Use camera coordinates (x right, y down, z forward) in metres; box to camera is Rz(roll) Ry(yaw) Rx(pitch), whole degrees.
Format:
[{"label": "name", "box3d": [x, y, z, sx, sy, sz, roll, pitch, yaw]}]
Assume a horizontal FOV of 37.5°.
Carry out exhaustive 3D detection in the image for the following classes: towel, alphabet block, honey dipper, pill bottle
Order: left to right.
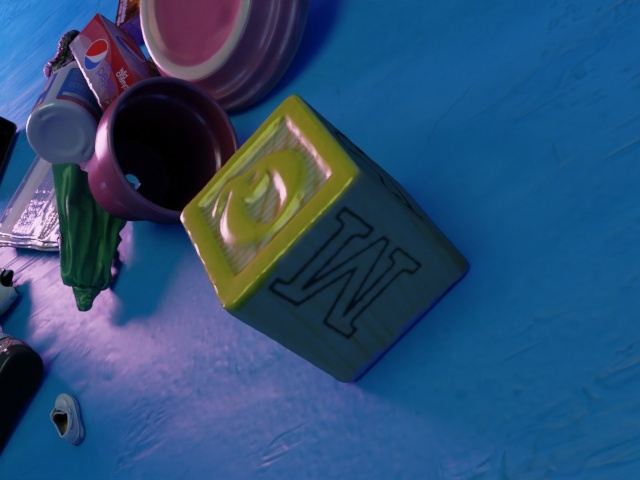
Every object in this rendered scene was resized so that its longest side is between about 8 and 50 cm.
[{"label": "towel", "box3d": [-0.461, -0.071, 1.655, 0.285, 0.034, 0.209, 3, 62, 44]}, {"label": "pill bottle", "box3d": [-0.433, -0.234, 1.659, 0.124, 0.124, 0.222, -36, 27, 21]}, {"label": "honey dipper", "box3d": [-0.330, -0.253, 1.662, 0.161, 0.030, 0.030, -58, 39, 2]}, {"label": "alphabet block", "box3d": [0.000, 0.000, 1.006, 0.193, 0.197, 0.192, -47, 40, 8]}]

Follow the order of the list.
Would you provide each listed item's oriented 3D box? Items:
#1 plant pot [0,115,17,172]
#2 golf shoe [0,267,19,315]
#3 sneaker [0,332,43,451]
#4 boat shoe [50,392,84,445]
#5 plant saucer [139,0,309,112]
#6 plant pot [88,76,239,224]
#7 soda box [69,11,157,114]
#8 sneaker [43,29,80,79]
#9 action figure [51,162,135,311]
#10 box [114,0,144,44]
[{"label": "plant pot", "box3d": [-0.763, -0.171, 1.925, 0.167, 0.188, 0.188, -27, 45, 45]}, {"label": "golf shoe", "box3d": [-0.573, 0.075, 1.650, 0.086, 0.069, 0.176, -37, 44, -7]}, {"label": "sneaker", "box3d": [-0.536, 0.265, 1.440, 0.145, 0.090, 0.270, 18, 73, 51]}, {"label": "boat shoe", "box3d": [-0.359, 0.245, 1.316, 0.035, 0.035, 0.100, -47, 40, 9]}, {"label": "plant saucer", "box3d": [-0.163, -0.360, 1.412, 0.332, 0.084, 0.332, 0, 91, 41]}, {"label": "plant pot", "box3d": [-0.243, -0.110, 1.351, 0.180, 0.201, 0.201, -21, 47, 54]}, {"label": "soda box", "box3d": [-0.334, -0.271, 1.590, 0.083, 0.092, 0.263, -45, 50, 13]}, {"label": "sneaker", "box3d": [-0.516, -0.377, 1.934, 0.057, 0.047, 0.119, 18, 77, 30]}, {"label": "action figure", "box3d": [-0.358, 0.001, 1.450, 0.063, 0.137, 0.232, -44, 42, 50]}, {"label": "box", "box3d": [-0.295, -0.527, 1.801, 0.200, 0.057, 0.293, -27, 46, 28]}]
